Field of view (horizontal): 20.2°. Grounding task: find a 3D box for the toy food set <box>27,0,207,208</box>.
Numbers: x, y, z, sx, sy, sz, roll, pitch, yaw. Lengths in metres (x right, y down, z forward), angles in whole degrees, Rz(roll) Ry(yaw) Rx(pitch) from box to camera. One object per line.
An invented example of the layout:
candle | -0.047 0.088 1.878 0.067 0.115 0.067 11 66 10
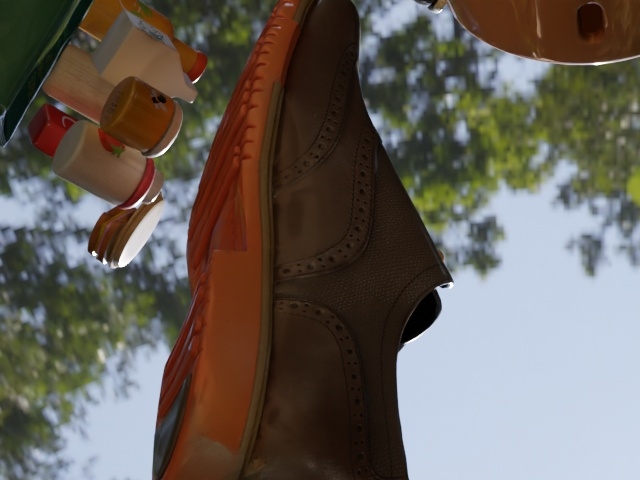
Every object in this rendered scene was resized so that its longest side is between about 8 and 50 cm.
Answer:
toy food set | -0.119 -0.084 1.195 0.111 0.104 0.232 -55 -153 11

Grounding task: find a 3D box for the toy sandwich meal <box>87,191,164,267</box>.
toy sandwich meal | -0.163 -0.012 1.510 0.029 0.085 0.085 33 -119 7

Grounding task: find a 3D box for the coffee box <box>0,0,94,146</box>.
coffee box | -0.086 -0.130 0.471 0.113 0.040 0.184 28 -104 -4

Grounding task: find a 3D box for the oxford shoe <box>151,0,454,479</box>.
oxford shoe | 0.000 0.000 0.970 0.132 0.130 0.364 16 -130 -10

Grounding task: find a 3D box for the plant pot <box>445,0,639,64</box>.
plant pot | 0.175 -0.258 1.211 0.290 0.203 0.291 -5 -136 4

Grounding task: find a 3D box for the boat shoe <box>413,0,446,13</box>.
boat shoe | 0.097 -0.310 1.531 0.068 0.081 0.228 11 -93 -17
